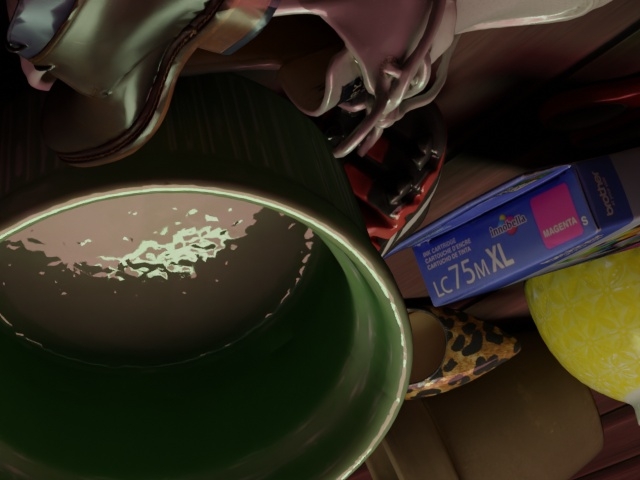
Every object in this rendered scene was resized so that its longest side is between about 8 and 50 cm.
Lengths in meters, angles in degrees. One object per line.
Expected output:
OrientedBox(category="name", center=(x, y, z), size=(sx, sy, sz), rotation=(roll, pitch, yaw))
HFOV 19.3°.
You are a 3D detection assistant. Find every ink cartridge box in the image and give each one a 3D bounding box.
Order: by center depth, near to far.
OrientedBox(category="ink cartridge box", center=(0.206, -0.020, 1.438), size=(0.311, 0.065, 0.186), rotation=(-11, 168, -41))

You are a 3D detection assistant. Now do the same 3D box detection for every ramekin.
OrientedBox(category="ramekin", center=(-0.104, 0.036, 1.146), size=(0.303, 0.148, 0.303), rotation=(-5, 131, -6))

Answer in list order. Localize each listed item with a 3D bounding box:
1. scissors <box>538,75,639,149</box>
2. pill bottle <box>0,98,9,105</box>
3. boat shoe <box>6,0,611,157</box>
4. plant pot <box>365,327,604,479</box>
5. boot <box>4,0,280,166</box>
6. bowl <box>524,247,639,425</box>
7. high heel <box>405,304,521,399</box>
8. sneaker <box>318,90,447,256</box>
OrientedBox(category="scissors", center=(0.285, -0.126, 1.342), size=(0.297, 0.021, 0.109), rotation=(-24, 154, 39))
OrientedBox(category="pill bottle", center=(-0.172, -0.037, 1.253), size=(0.221, 0.124, 0.124), rotation=(-6, 162, -6))
OrientedBox(category="boat shoe", center=(0.012, -0.114, 1.033), size=(0.367, 0.156, 0.136), rotation=(-1, 161, -19))
OrientedBox(category="plant pot", center=(0.168, 0.204, 1.998), size=(0.229, 0.263, 0.263), rotation=(-24, 164, -8))
OrientedBox(category="boot", center=(-0.109, -0.105, 0.871), size=(0.106, 0.082, 0.219), rotation=(18, 149, -26))
OrientedBox(category="bowl", center=(0.352, 0.094, 1.822), size=(0.289, 0.156, 0.289), rotation=(-7, 162, -2))
OrientedBox(category="high heel", center=(0.057, 0.099, 1.806), size=(0.261, 0.093, 0.186), rotation=(-1, 170, 10))
OrientedBox(category="sneaker", center=(0.000, 0.000, 1.341), size=(0.276, 0.097, 0.135), rotation=(-52, 171, 15))
